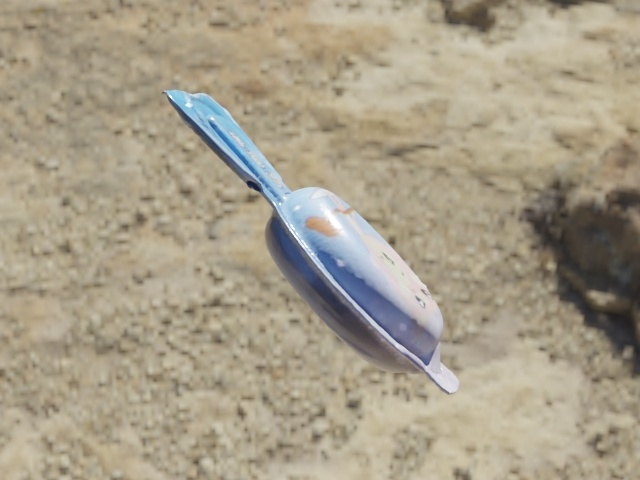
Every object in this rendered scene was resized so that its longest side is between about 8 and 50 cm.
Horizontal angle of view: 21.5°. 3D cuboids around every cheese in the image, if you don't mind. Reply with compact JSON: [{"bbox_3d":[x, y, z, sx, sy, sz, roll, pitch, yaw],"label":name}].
[{"bbox_3d":[0.000,0.000,1.018,0.052,0.135,0.245,-42,85,8],"label":"cheese"}]
